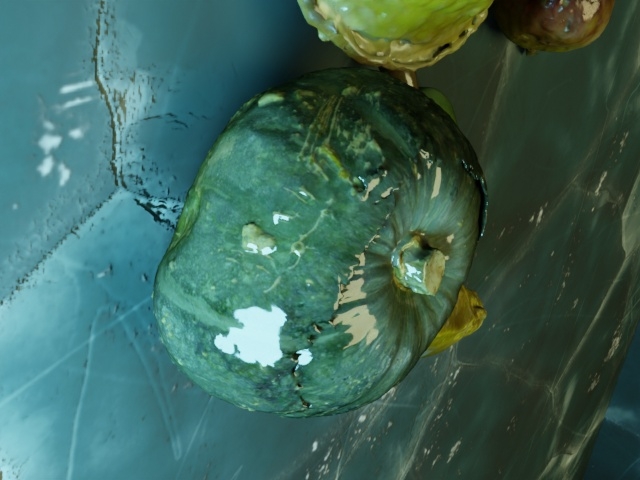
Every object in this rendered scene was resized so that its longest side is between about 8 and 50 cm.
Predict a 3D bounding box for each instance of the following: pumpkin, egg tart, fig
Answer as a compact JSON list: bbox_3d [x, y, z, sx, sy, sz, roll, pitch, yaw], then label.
[{"bbox_3d":[0.000,0.000,0.788,0.291,0.257,0.328,5,103,-51],"label":"pumpkin"},{"bbox_3d":[0.104,-0.319,0.758,0.345,0.132,0.345,-15,113,-39],"label":"egg tart"},{"bbox_3d":[0.309,-0.312,1.169,0.159,0.159,0.257,-59,169,-9],"label":"fig"}]

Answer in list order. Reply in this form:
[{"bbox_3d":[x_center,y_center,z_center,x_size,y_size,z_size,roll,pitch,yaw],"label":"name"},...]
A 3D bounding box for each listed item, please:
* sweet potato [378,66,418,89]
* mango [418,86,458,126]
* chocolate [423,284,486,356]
[{"bbox_3d":[0.089,-0.271,0.918,0.069,0.059,0.249,-86,-179,-80],"label":"sweet potato"},{"bbox_3d":[0.121,-0.095,1.069,0.130,0.092,0.195,-18,118,-48],"label":"mango"},{"bbox_3d":[0.129,0.085,1.136,0.445,0.162,0.162,15,99,-60],"label":"chocolate"}]
